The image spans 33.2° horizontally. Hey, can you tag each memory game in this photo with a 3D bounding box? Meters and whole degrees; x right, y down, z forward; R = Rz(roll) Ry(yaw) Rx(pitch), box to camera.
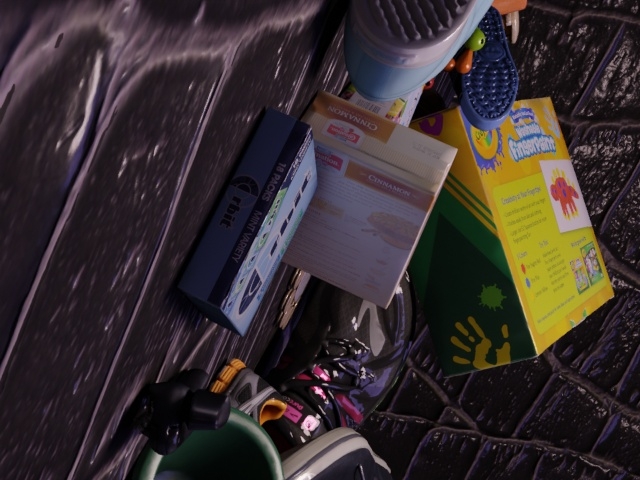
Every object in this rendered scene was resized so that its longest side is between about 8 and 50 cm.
[{"bbox_3d":[-0.020,0.042,1.519,0.186,0.012,0.186,-63,174,-12],"label":"memory game"}]

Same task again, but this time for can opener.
[{"bbox_3d":[-0.116,0.146,0.919,0.186,0.073,0.059,168,-60,-86],"label":"can opener"}]

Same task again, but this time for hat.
[{"bbox_3d":[-0.162,0.269,1.058,0.183,0.173,0.208,-19,-155,47],"label":"hat"}]

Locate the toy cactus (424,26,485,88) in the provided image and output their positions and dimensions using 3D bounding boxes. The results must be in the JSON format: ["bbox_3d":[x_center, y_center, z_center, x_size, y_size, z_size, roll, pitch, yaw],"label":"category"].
[{"bbox_3d":[0.173,-0.314,1.447,0.180,0.112,0.219,-111,-139,-72],"label":"toy cactus"}]

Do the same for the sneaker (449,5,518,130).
[{"bbox_3d":[0.221,-0.225,1.490,0.090,0.081,0.232,101,-5,-52],"label":"sneaker"}]

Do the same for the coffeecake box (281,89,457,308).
[{"bbox_3d":[0.034,-0.036,1.045,0.185,0.142,0.068,108,9,-51],"label":"coffeecake box"}]

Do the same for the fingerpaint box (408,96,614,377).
[{"bbox_3d":[0.283,-0.025,1.699,0.445,0.163,0.371,-18,91,-60],"label":"fingerpaint box"}]

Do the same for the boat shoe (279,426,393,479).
[{"bbox_3d":[0.010,0.337,1.297,0.187,0.156,0.500,-30,159,6],"label":"boat shoe"}]

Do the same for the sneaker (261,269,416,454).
[{"bbox_3d":[-0.005,0.226,1.541,0.482,0.185,0.202,-64,176,2],"label":"sneaker"}]

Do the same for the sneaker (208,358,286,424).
[{"bbox_3d":[-0.108,0.220,1.152,0.215,0.083,0.084,-57,173,-39],"label":"sneaker"}]

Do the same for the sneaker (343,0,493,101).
[{"bbox_3d":[0.120,-0.277,0.978,0.366,0.135,0.150,-53,177,-23],"label":"sneaker"}]

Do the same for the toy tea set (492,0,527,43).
[{"bbox_3d":[0.246,-0.411,1.687,0.336,0.124,0.200,54,32,-79],"label":"toy tea set"}]

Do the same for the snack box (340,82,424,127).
[{"bbox_3d":[0.054,-0.116,1.242,0.207,0.070,0.174,-59,171,-54],"label":"snack box"}]

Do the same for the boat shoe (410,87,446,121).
[{"bbox_3d":[0.128,-0.117,1.797,0.104,0.111,0.307,-13,-127,50],"label":"boat shoe"}]

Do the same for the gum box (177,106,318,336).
[{"bbox_3d":[-0.054,-0.008,0.891,0.157,0.041,0.184,-64,175,-9],"label":"gum box"}]
